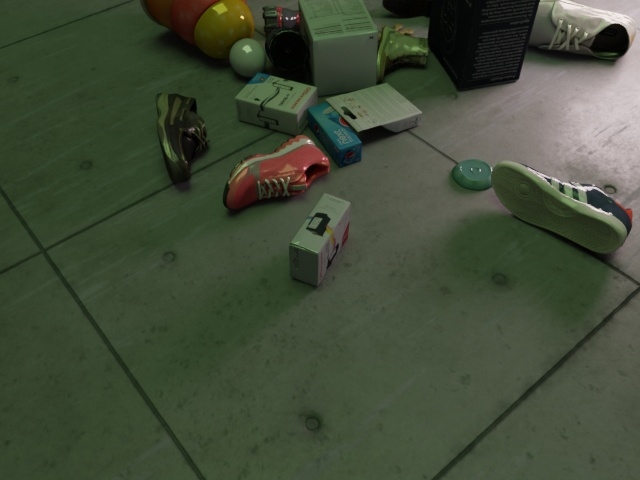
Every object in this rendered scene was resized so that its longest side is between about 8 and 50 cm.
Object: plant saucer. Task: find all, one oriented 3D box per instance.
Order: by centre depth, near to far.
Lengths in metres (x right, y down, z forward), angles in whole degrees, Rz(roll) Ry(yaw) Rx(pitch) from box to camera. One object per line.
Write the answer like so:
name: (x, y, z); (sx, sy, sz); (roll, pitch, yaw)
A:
plant saucer: (0.412, -0.182, 1.650); (0.119, 0.021, 0.119); (-1, 49, 1)

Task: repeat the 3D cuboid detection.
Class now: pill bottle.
pill bottle: (-0.112, -0.605, 1.941); (0.122, 0.123, 0.219); (-9, 23, -6)

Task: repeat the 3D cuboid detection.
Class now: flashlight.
flashlight: (-0.046, -0.769, 2.141); (0.303, 0.103, 0.103); (-6, 74, -5)

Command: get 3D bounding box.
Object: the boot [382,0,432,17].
boot: (0.325, -0.861, 2.236); (0.219, 0.082, 0.106); (4, 37, -8)

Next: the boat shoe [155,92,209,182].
boat shoe: (-0.378, -0.302, 1.708); (0.130, 0.132, 0.356); (-11, 50, -8)

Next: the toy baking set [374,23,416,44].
toy baking set: (0.214, -0.690, 2.111); (0.256, 0.030, 0.197); (3, 42, -3)

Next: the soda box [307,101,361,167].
soda box: (0.037, -0.300, 1.737); (0.071, 0.067, 0.210); (-20, 51, -16)

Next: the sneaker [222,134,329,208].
sneaker: (-0.106, -0.163, 1.586); (0.313, 0.116, 0.136); (-34, 57, -26)

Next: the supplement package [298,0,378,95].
supplement package: (0.051, -0.618, 1.932); (0.197, 0.199, 0.263); (-10, 49, -6)

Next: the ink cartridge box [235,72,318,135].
ink cartridge box: (-0.125, -0.403, 1.821); (0.203, 0.086, 0.148); (17, 51, 17)

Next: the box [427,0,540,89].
box: (0.489, -0.714, 1.874); (0.211, 0.396, 0.294); (-11, 49, -9)

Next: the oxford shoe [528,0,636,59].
oxford shoe: (0.796, -0.676, 1.994); (0.448, 0.169, 0.130); (9, 50, 3)

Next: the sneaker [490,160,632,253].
sneaker: (0.592, -0.103, 1.516); (0.350, 0.131, 0.148); (36, 51, 22)

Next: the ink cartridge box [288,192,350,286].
ink cartridge box: (0.000, 0.000, 1.428); (0.072, 0.127, 0.175); (21, 53, 16)

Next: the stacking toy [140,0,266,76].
stacking toy: (-0.337, -0.709, 2.008); (0.350, 0.351, 0.480); (-27, 70, -21)

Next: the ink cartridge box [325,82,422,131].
ink cartridge box: (0.152, -0.372, 1.796); (0.224, 0.056, 0.181); (-22, 52, -23)

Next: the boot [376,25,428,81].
boot: (0.259, -0.583, 1.977); (0.165, 0.077, 0.213); (14, 64, -1)
